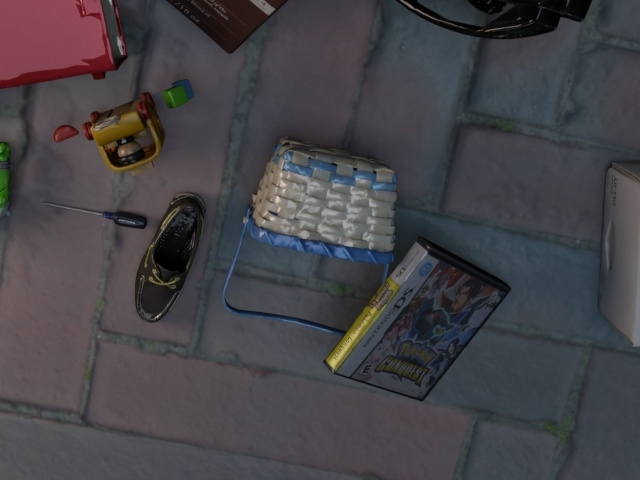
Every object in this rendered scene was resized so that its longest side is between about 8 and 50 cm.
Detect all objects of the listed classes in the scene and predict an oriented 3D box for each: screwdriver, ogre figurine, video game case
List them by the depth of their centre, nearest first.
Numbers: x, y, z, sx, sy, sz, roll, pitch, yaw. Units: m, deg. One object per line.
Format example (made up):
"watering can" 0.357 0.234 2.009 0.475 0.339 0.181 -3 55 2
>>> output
"ogre figurine" -0.560 -0.072 1.727 0.197 0.097 0.118 -18 95 -11
"screwdriver" -0.361 -0.046 1.789 0.170 0.024 0.025 15 133 -7
"video game case" 0.162 0.135 1.793 0.248 0.035 0.275 -53 141 9

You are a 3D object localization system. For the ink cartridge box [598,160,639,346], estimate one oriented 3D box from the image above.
"ink cartridge box" 0.669 0.015 1.820 0.385 0.160 0.279 -2 105 -4

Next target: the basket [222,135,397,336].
"basket" 0.000 0.000 1.737 0.255 0.201 0.289 13 98 -11

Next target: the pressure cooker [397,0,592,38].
"pressure cooker" 0.250 -0.492 1.540 0.375 0.370 0.420 17 104 -16

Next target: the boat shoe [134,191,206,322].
"boat shoe" -0.246 0.034 1.794 0.081 0.068 0.228 19 103 -9

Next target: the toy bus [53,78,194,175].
"toy bus" -0.286 -0.153 1.683 0.202 0.191 0.104 -36 112 -41

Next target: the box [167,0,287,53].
"box" -0.088 -0.421 1.524 0.191 0.381 0.143 39 61 -13

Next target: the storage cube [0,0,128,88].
"storage cube" -0.399 -0.330 1.623 0.193 0.183 0.215 -9 106 -2
